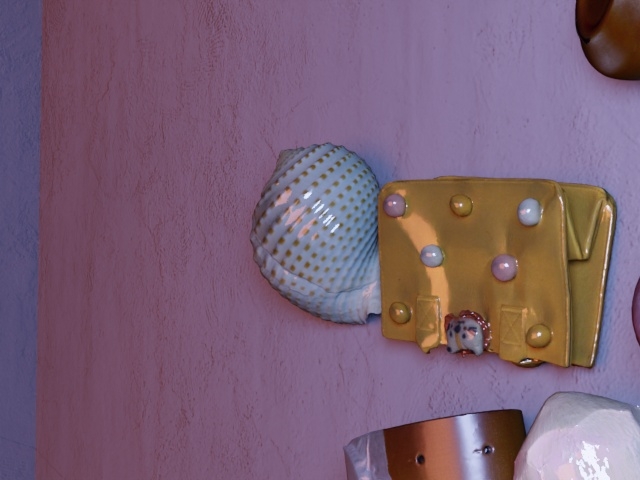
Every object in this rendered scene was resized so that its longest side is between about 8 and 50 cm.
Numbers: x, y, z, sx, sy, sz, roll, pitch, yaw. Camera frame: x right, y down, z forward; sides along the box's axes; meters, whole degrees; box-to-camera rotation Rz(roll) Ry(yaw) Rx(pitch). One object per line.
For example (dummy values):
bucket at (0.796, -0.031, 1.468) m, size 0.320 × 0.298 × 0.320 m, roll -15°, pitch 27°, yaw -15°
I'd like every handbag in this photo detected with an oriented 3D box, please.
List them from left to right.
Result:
handbag at (0.246, 0.044, 1.597) m, size 0.401 × 0.133 × 0.282 m, roll 6°, pitch 97°, yaw 51°

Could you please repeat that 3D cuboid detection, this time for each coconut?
coconut at (0.359, 0.305, 1.365) m, size 0.224 × 0.224 × 0.233 m, roll -31°, pitch 64°, yaw 45°

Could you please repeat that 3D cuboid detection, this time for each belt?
belt at (0.170, 0.339, 1.585) m, size 0.339 × 0.217 × 0.122 m, roll -27°, pitch 67°, yaw 50°

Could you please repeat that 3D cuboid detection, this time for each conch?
conch at (-0.015, -0.003, 1.851) m, size 0.303 × 0.215 × 0.319 m, roll -42°, pitch 55°, yaw 53°

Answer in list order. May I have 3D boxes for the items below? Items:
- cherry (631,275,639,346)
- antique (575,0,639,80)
cherry at (0.482, 0.057, 1.234) m, size 0.239 × 0.206 × 0.239 m, roll 11°, pitch 103°, yaw 61°
antique at (0.416, -0.330, 1.346) m, size 0.278 × 0.129 × 0.223 m, roll 105°, pitch 167°, yaw -49°
